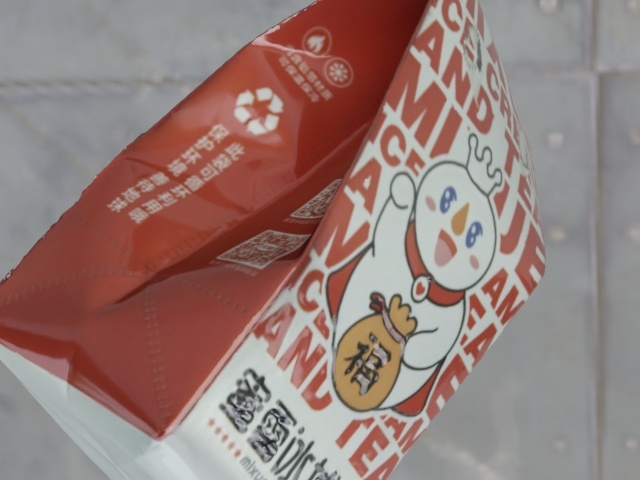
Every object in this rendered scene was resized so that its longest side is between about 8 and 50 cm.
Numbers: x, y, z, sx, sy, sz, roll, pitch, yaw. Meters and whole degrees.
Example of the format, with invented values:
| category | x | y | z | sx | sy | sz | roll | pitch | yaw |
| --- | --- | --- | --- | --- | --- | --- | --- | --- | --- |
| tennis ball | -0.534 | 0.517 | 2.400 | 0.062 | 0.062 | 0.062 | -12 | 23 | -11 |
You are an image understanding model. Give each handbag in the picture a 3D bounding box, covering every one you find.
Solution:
| category | x | y | z | sx | sy | sz | roll | pitch | yaw |
| --- | --- | --- | --- | --- | --- | --- | --- | --- | --- |
| handbag | 0.000 | 0.000 | 0.966 | 0.151 | 0.298 | 0.171 | 28 | 160 | 39 |
